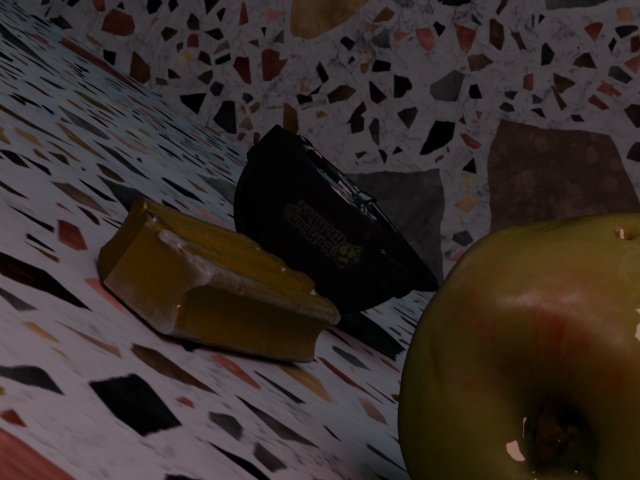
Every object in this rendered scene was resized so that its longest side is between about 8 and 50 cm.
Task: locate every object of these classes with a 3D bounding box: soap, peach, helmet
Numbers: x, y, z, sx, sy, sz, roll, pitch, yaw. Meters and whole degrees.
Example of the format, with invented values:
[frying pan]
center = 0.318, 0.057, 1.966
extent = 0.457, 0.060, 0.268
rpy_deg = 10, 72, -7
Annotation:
[soap]
center = -0.093, 0.035, 0.979
extent = 0.140, 0.073, 0.232
rpy_deg = 35, 6, 29
[peach]
center = 0.203, 0.131, 0.810
extent = 0.314, 0.281, 0.315
rpy_deg = 67, 16, 3
[helmet]
center = 0.000, 0.000, 1.360
extent = 0.279, 0.160, 0.230
rpy_deg = 48, 6, -3
